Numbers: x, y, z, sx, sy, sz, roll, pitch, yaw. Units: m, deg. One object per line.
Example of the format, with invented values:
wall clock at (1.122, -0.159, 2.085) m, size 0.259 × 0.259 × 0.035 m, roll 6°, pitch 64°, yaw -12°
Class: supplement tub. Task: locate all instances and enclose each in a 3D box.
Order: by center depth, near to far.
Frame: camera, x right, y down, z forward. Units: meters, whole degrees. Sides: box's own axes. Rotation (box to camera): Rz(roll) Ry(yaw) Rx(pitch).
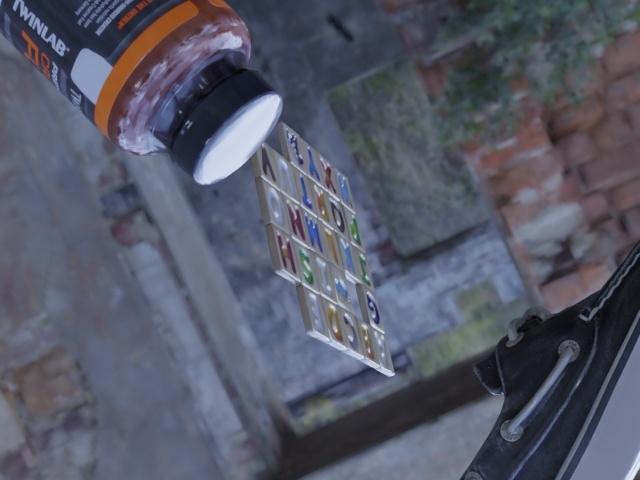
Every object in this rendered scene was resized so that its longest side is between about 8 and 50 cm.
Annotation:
supplement tub at (-0.114, -0.122, 0.788) m, size 0.106 × 0.198 × 0.106 m, roll -43°, pitch 165°, yaw -14°

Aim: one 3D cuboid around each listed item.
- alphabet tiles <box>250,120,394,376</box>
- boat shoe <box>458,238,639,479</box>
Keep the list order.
alphabet tiles at (0.000, 0.000, 1.137) m, size 0.009 × 0.198 × 0.237 m, roll -19°, pitch 159°, yaw 16°
boat shoe at (0.132, 0.080, 0.726) m, size 0.301 × 0.102 × 0.108 m, roll -62°, pitch 161°, yaw 0°
